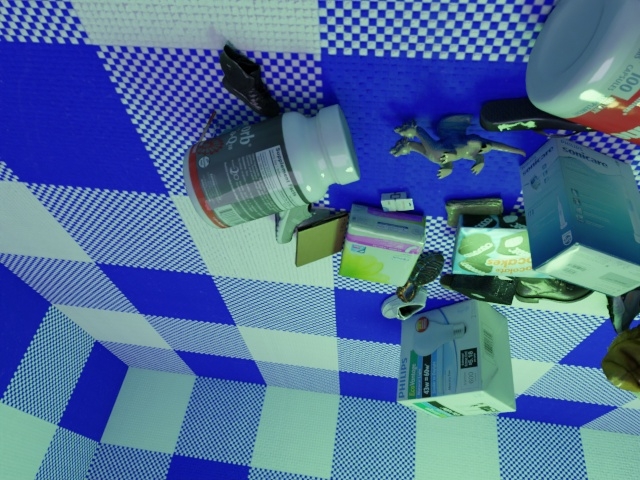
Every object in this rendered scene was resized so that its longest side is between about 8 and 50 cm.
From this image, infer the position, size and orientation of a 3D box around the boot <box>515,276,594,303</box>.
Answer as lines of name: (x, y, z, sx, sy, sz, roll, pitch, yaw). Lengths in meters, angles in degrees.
boot: (0.696, 0.094, 1.355, 0.262, 0.091, 0.229, -12, 133, 18)

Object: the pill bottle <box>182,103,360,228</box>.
pill bottle: (-0.105, -0.169, 1.022, 0.362, 0.210, 0.210, -15, 141, 12)

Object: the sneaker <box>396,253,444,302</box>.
sneaker: (0.332, 0.113, 1.491, 0.083, 0.087, 0.221, 42, 128, 4)

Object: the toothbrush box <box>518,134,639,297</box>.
toothbrush box: (0.571, -0.056, 0.969, 0.216, 0.296, 0.126, 17, 147, -12)

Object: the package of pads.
package of pads: (0.185, 0.023, 1.365, 0.229, 0.101, 0.297, 11, 147, 2)

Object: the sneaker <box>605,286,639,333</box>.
sneaker: (0.998, 0.225, 1.458, 0.107, 0.100, 0.271, -14, 140, 24)

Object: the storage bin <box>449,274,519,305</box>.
storage bin: (0.507, 0.137, 1.399, 0.122, 0.084, 0.180, 24, 170, -18)

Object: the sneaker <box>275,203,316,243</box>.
sneaker: (-0.071, -0.070, 1.291, 0.115, 0.105, 0.281, 1, 154, -10)

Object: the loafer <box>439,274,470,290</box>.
loafer: (0.476, 0.155, 1.526, 0.147, 0.056, 0.050, 8, 140, 3)

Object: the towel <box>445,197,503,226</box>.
towel: (0.419, -0.076, 1.222, 0.148, 0.027, 0.110, -4, 145, 18)

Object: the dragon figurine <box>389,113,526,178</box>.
dragon figurine: (0.301, -0.219, 0.984, 0.289, 0.144, 0.085, -12, 144, -2)

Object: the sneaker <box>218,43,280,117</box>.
sneaker: (-0.146, -0.336, 0.958, 0.170, 0.051, 0.089, 29, 147, -21)

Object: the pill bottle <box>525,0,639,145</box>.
pill bottle: (0.573, -0.262, 0.720, 0.407, 0.229, 0.229, 16, 146, -9)

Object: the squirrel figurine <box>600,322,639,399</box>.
squirrel figurine: (1.047, 0.299, 1.298, 0.281, 0.397, 0.370, 39, 110, 11)

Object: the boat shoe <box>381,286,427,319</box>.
boat shoe: (0.307, 0.254, 1.692, 0.095, 0.084, 0.258, 18, 146, -13)

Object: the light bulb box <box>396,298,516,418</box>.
light bulb box: (0.501, 0.452, 1.692, 0.225, 0.358, 0.361, 34, 138, -29)

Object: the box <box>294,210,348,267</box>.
box: (0.000, 0.000, 1.374, 0.164, 0.021, 0.201, -19, 151, -17)

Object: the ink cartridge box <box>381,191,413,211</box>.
ink cartridge box: (0.212, -0.107, 1.228, 0.083, 0.028, 0.048, -2, 145, 18)

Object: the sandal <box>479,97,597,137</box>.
sandal: (0.456, -0.248, 0.904, 0.254, 0.097, 0.054, 8, 147, 23)

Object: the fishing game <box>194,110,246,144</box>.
fishing game: (-0.185, -0.218, 1.158, 0.264, 0.041, 0.189, 25, 141, -22)

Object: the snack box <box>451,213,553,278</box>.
snack box: (0.536, 0.019, 1.231, 0.321, 0.060, 0.187, 2, 135, 9)
